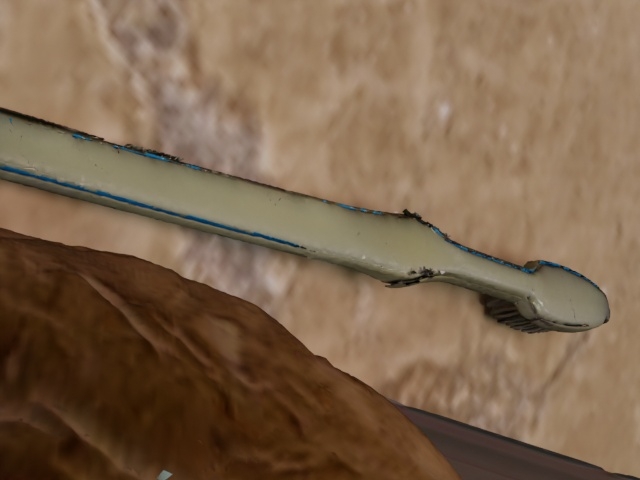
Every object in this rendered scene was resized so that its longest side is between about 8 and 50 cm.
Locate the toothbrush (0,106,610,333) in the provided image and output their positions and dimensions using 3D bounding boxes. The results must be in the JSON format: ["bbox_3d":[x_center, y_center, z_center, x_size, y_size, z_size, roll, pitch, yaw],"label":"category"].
[{"bbox_3d":[0.004,-0.002,0.620,0.294,0.028,0.026,18,61,-46],"label":"toothbrush"}]

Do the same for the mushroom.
[{"bbox_3d":[-0.077,0.130,0.441,0.278,0.146,0.278,2,83,-14],"label":"mushroom"}]

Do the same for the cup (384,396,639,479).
[{"bbox_3d":[0.081,0.137,0.596,0.221,0.202,0.167,-25,116,-43],"label":"cup"}]
